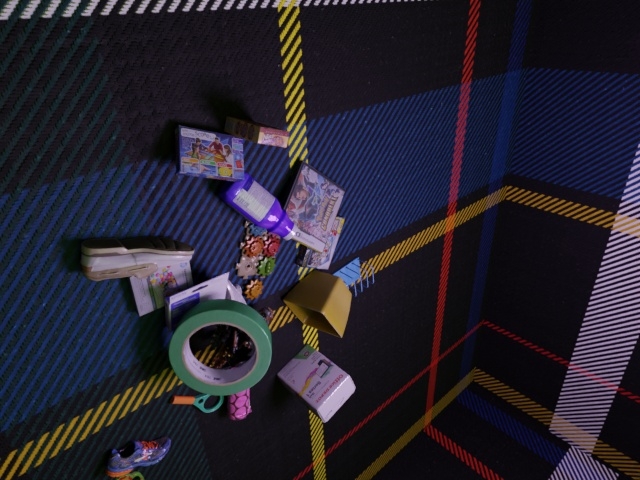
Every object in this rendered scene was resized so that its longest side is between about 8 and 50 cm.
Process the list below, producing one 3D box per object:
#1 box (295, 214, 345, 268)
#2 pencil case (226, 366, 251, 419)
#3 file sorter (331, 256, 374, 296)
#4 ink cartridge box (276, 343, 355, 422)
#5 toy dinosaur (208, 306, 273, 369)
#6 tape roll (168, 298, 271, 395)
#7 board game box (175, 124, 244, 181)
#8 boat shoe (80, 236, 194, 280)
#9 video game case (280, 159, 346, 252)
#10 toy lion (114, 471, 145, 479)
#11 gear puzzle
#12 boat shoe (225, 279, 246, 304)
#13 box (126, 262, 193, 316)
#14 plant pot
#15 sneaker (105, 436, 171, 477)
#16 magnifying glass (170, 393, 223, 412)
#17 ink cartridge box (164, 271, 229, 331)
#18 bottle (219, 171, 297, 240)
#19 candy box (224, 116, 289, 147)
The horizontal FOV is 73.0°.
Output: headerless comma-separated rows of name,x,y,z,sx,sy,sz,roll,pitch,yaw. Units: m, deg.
box,0.000,0.000,1.767,0.159,0.044,0.233,9,103,-46
pencil case,-0.321,0.606,1.720,0.098,0.095,0.209,3,114,-8
file sorter,0.149,0.178,1.959,0.170,0.104,0.118,-32,130,-30
ink cartridge box,-0.020,0.612,1.879,0.201,0.278,0.117,-42,134,-23
toy dinosaur,-0.298,0.380,1.582,0.218,0.164,0.322,47,66,-82
tape roll,-0.319,0.348,1.395,0.321,0.077,0.321,-2,111,-6
board game box,-0.322,-0.252,1.271,0.201,0.035,0.136,3,79,-38
boat shoe,-0.520,0.053,1.242,0.302,0.113,0.103,1,110,-34
video game case,-0.037,-0.121,1.622,0.248,0.035,0.275,28,79,-40
toy lion,-0.685,0.860,1.533,0.100,0.034,0.096,-29,120,-32
gear puzzle,-0.222,0.068,1.581,0.175,0.044,0.339,1,109,-45
boat shoe,-0.309,0.193,1.548,0.063,0.066,0.184,-50,136,-34
box,-0.496,0.135,1.352,0.186,0.038,0.145,-23,125,-37
plant pot,0.011,0.249,1.797,0.187,0.212,0.212,-58,139,-25
sneaker,-0.623,0.732,1.494,0.221,0.083,0.087,-8,107,-46
magnifying glass,-0.461,0.604,1.629,0.231,0.026,0.092,28,89,-47
ink cartridge box,-0.403,0.189,1.410,0.206,0.045,0.208,-23,149,-35
bottle,-0.196,-0.106,1.432,0.283,0.092,0.118,40,74,-29
candy box,-0.195,-0.328,1.306,0.109,0.186,0.053,-2,110,-44
